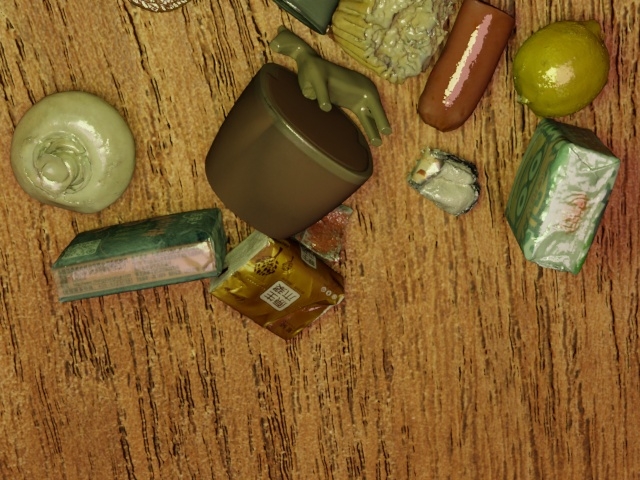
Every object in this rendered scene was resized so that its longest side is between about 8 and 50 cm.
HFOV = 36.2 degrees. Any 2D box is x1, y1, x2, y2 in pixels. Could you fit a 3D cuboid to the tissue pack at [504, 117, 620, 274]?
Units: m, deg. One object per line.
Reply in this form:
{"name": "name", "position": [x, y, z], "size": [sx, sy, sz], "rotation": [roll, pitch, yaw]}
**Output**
{"name": "tissue pack", "position": [0.450, -0.091, 1.850], "size": [0.127, 0.311, 0.228], "rotation": [16, 107, -1]}

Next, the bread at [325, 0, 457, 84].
{"name": "bread", "position": [0.142, -0.432, 1.794], "size": [0.149, 0.274, 0.274], "rotation": [32, 110, 30]}

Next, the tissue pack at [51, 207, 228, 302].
{"name": "tissue pack", "position": [-0.348, 0.024, 1.930], "size": [0.315, 0.228, 0.103], "rotation": [-10, 108, 3]}

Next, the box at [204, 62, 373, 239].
{"name": "box", "position": [-0.070, -0.160, 1.846], "size": [0.301, 0.301, 0.216], "rotation": [40, 115, -12]}

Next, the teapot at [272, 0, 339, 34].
{"name": "teapot", "position": [-0.021, -0.489, 1.799], "size": [0.239, 0.162, 0.149], "rotation": [33, 97, -41]}

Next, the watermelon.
{"name": "watermelon", "position": [-0.007, 0.008, 1.983], "size": [0.097, 0.158, 0.121], "rotation": [21, 135, -10]}

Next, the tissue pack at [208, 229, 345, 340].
{"name": "tissue pack", "position": [-0.086, 0.087, 1.988], "size": [0.183, 0.092, 0.226], "rotation": [-38, 122, 24]}

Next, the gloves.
{"name": "gloves", "position": [0.255, -0.121, 1.967], "size": [0.153, 0.070, 0.114], "rotation": [31, 100, -10]}

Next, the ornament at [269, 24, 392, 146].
{"name": "ornament", "position": [0.011, -0.304, 1.859], "size": [0.230, 0.245, 0.061], "rotation": [17, 129, -31]}

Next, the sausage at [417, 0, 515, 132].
{"name": "sausage", "position": [0.275, -0.330, 1.876], "size": [0.113, 0.113, 0.259], "rotation": [21, 106, -7]}

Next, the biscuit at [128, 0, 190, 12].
{"name": "biscuit", "position": [-0.308, -0.527, 1.849], "size": [0.187, 0.027, 0.188], "rotation": [0, 109, 1]}

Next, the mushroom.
{"name": "mushroom", "position": [-0.483, -0.160, 1.885], "size": [0.246, 0.202, 0.246], "rotation": [3, 116, 7]}

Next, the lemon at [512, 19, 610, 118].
{"name": "lemon", "position": [0.456, -0.326, 1.845], "size": [0.173, 0.173, 0.206], "rotation": [40, 105, -13]}
